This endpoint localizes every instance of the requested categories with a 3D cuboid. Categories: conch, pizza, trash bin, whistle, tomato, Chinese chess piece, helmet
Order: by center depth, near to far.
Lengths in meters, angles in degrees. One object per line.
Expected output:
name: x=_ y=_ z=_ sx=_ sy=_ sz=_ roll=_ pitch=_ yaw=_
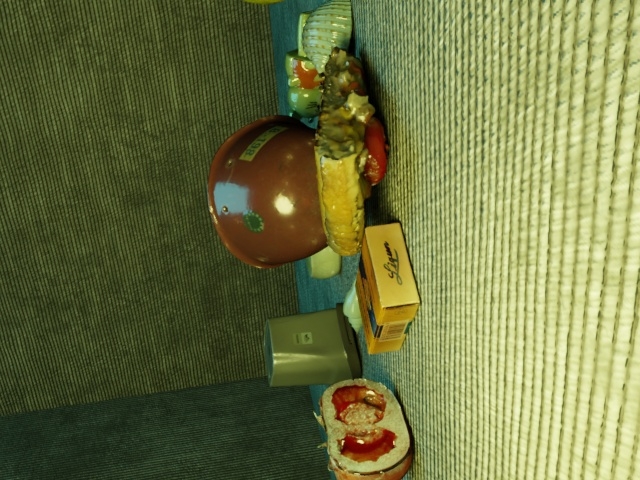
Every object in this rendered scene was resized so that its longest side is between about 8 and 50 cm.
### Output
pizza: x=0.057 y=-0.187 z=1.138 sx=0.440 sy=0.130 sz=0.406 roll=83 pitch=-171 yaw=-74
tomato: x=0.087 y=0.403 z=1.251 sx=0.214 sy=0.180 sz=0.155 roll=-99 pitch=0 yaw=-50
conch: x=0.015 y=-0.424 z=1.300 sx=0.135 sy=0.102 sz=0.153 roll=-143 pitch=45 yaw=-61
helmet: x=-0.039 y=-0.115 z=1.407 sx=0.230 sy=0.385 sz=0.337 roll=3 pitch=130 yaw=49
conch: x=0.093 y=0.140 z=1.435 sx=0.065 sy=0.088 sz=0.180 roll=25 pitch=128 yaw=28
whistle: x=-0.027 y=-0.423 z=1.580 sx=0.106 sy=0.131 sz=0.288 roll=36 pitch=139 yaw=38
trash bin: x=-0.025 y=0.305 z=1.780 sx=0.219 sy=0.250 sz=0.220 roll=102 pitch=161 yaw=-53
Chinese chess piece: x=0.000 y=0.000 z=1.905 sx=0.238 sy=0.092 sz=0.238 roll=173 pitch=90 yaw=-85

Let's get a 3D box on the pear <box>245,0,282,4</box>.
pear: x=-0.099 y=-0.601 z=1.089 sx=0.413 sy=0.352 sz=0.352 roll=-96 pitch=2 yaw=-62

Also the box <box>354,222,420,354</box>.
box: x=0.113 y=0.094 z=1.135 sx=0.237 sy=0.070 sz=0.152 roll=97 pitch=165 yaw=-60
